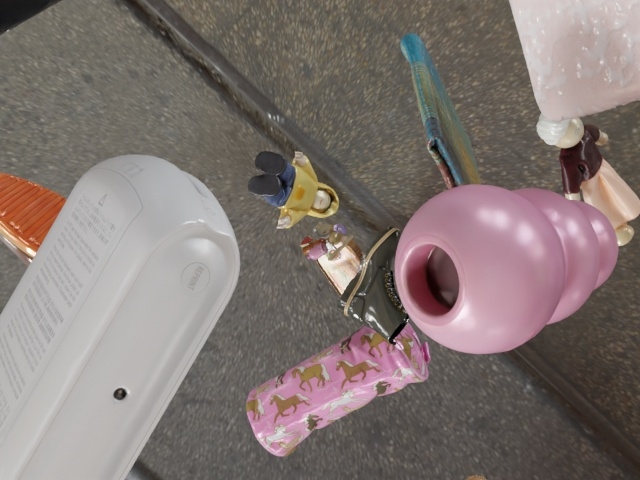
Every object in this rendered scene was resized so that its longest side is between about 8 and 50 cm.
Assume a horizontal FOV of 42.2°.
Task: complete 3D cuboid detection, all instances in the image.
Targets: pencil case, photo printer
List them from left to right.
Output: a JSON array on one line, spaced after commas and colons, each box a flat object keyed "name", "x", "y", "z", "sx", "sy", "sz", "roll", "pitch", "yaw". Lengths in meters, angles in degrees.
[{"name": "photo printer", "x": -0.204, "y": 0.068, "z": 0.770, "sx": 0.107, "sy": 0.256, "sz": 0.307, "roll": 29, "pitch": 91, "yaw": -34}, {"name": "pencil case", "x": 0.036, "y": 0.295, "z": 1.702, "sx": 0.386, "sy": 0.167, "sz": 0.160, "roll": -33, "pitch": 85, "yaw": 18}]

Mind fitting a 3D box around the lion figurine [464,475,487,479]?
[{"name": "lion figurine", "x": 0.268, "y": 0.399, "z": 0.863, "sx": 0.393, "sy": 0.240, "sz": 0.142, "roll": 11, "pitch": 110, "yaw": 16}]

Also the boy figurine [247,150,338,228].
[{"name": "boy figurine", "x": -0.056, "y": -0.105, "z": 1.876, "sx": 0.092, "sy": 0.285, "sz": 0.177, "roll": 13, "pitch": 83, "yaw": 31}]

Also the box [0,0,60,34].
[{"name": "box", "x": -0.353, "y": -0.380, "z": 0.536, "sx": 0.472, "sy": 0.479, "sz": 0.297, "roll": 34, "pitch": 125, "yaw": -5}]

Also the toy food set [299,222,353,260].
[{"name": "toy food set", "x": 0.000, "y": 0.000, "z": 1.331, "sx": 0.078, "sy": 0.122, "sz": 0.019, "roll": -47, "pitch": 115, "yaw": -15}]

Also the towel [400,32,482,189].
[{"name": "towel", "x": 0.211, "y": -0.163, "z": 1.373, "sx": 0.040, "sy": 0.370, "sz": 0.271, "roll": -23, "pitch": 124, "yaw": 17}]

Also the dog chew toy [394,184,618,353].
[{"name": "dog chew toy", "x": 0.254, "y": 0.023, "z": 1.052, "sx": 0.332, "sy": 0.207, "sz": 0.206, "roll": -11, "pitch": 94, "yaw": -38}]

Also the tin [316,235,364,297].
[{"name": "tin", "x": 0.065, "y": 0.070, "z": 1.888, "sx": 0.106, "sy": 0.040, "sz": 0.189, "roll": -25, "pitch": 107, "yaw": 32}]

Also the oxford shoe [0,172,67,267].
[{"name": "oxford shoe", "x": -0.399, "y": 0.039, "z": 1.260, "sx": 0.364, "sy": 0.130, "sz": 0.132, "roll": 39, "pitch": 126, "yaw": -1}]

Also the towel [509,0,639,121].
[{"name": "towel", "x": 0.352, "y": -0.324, "z": 1.064, "sx": 0.054, "sy": 0.332, "sz": 0.316, "roll": -25, "pitch": 97, "yaw": -20}]

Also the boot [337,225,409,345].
[{"name": "boot", "x": 0.136, "y": 0.086, "z": 1.576, "sx": 0.137, "sy": 0.077, "sz": 0.197, "roll": 35, "pitch": 108, "yaw": 27}]

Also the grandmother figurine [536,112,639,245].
[{"name": "grandmother figurine", "x": 0.546, "y": -0.152, "z": 1.687, "sx": 0.342, "sy": 0.104, "sz": 0.207, "roll": 46, "pitch": 48, "yaw": -31}]
